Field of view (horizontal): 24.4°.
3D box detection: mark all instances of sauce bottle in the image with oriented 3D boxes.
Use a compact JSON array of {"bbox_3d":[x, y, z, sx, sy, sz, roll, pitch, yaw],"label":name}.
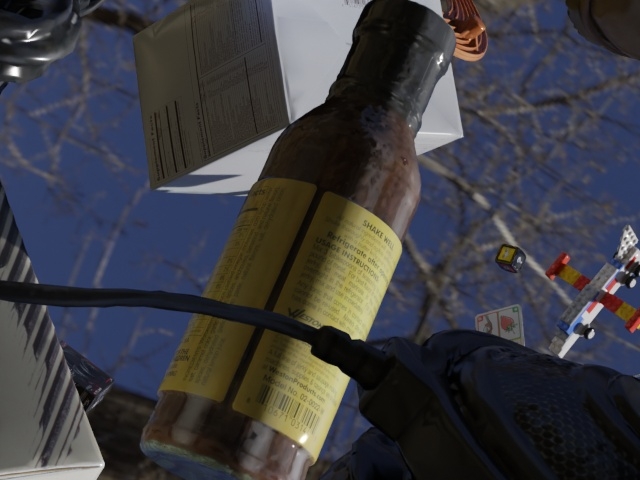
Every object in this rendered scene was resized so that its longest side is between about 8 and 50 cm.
[{"bbox_3d":[0.000,0.000,0.958,0.111,0.111,0.344,6,-117,43],"label":"sauce bottle"}]

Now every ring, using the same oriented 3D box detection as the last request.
[{"bbox_3d":[0.069,-0.326,1.532,0.032,0.337,0.336,-38,-129,23],"label":"ring"}]

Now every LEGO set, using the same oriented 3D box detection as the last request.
[{"bbox_3d":[0.220,0.094,1.379,0.182,0.060,0.244,-17,-126,24],"label":"LEGO set"}]

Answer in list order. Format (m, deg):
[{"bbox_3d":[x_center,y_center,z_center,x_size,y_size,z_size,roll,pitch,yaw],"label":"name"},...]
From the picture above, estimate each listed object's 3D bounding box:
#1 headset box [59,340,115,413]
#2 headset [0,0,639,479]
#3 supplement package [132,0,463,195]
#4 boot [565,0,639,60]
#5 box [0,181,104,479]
[{"bbox_3d":[-0.271,0.146,1.595,0.083,0.062,0.032,38,-73,3],"label":"headset box"},{"bbox_3d":[0.004,0.096,0.402,0.243,0.394,0.185,-25,-161,8],"label":"headset"},{"bbox_3d":[-0.024,-0.135,1.288,0.203,0.194,0.149,-20,-105,48],"label":"supplement package"},{"bbox_3d":[0.293,-0.081,0.815,0.269,0.236,0.089,38,-74,38],"label":"boot"},{"bbox_3d":[-0.224,0.047,0.853,0.113,0.094,0.275,-53,-129,40],"label":"box"}]
